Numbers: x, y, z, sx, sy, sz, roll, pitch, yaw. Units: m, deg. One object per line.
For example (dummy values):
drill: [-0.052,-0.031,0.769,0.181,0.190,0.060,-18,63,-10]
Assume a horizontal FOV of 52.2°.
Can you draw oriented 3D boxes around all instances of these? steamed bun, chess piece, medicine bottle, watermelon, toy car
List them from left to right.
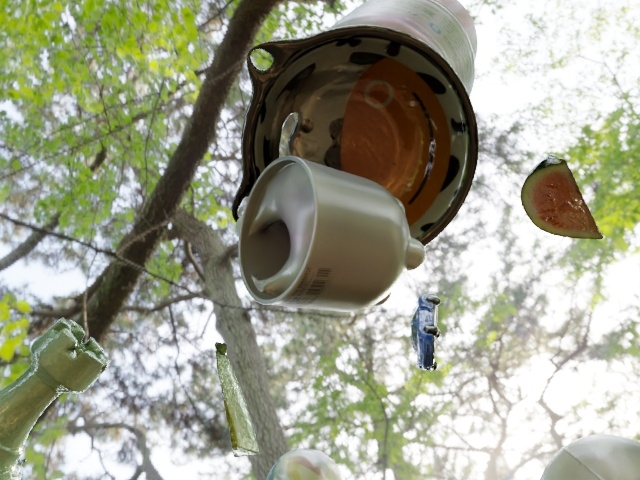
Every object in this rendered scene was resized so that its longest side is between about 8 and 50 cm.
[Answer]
chess piece: [-0.511,0.277,1.116,0.299,0.194,0.195,-44,-52,-7]
medicine bottle: [0.134,-0.287,1.107,0.255,0.325,0.256,14,-53,19]
toy car: [0.223,0.197,1.401,0.063,0.216,0.103,3,-66,12]
watermelon: [0.338,-0.069,0.932,0.086,0.069,0.163,-8,-44,37]
steamed bun: [0.615,0.563,1.289,0.333,0.374,0.334,-17,-52,-23]

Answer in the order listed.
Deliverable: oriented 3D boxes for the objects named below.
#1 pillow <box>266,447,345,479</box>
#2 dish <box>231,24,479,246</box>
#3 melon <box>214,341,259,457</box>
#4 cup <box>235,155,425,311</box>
pillow: [0.011,0.367,0.799,0.086,0.233,0.214,-34,-7,16]
dish: [0.037,-0.112,0.791,0.302,0.120,0.303,-1,-80,-6]
melon: [-0.193,0.339,1.372,0.053,0.114,0.262,-14,-89,9]
cup: [0.004,0.009,0.634,0.141,0.134,0.173,11,-32,-34]
